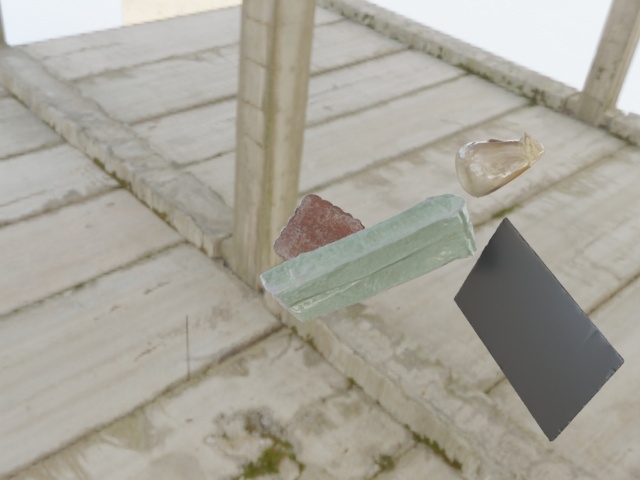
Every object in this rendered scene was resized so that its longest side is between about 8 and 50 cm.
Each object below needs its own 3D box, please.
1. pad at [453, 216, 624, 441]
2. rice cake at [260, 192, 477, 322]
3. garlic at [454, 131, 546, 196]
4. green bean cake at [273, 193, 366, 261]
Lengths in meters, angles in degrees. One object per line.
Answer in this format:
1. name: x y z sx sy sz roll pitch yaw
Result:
1. pad: 0.326 0.134 1.125 0.005 0.202 0.299 -3 -136 -30
2. rice cake: 0.054 0.022 0.762 0.226 0.085 0.040 -23 -133 2
3. garlic: 0.285 -0.126 1.179 0.129 0.090 0.198 -21 178 4
4. green bean cake: 0.000 0.000 1.291 0.135 0.056 0.135 32 -94 13
